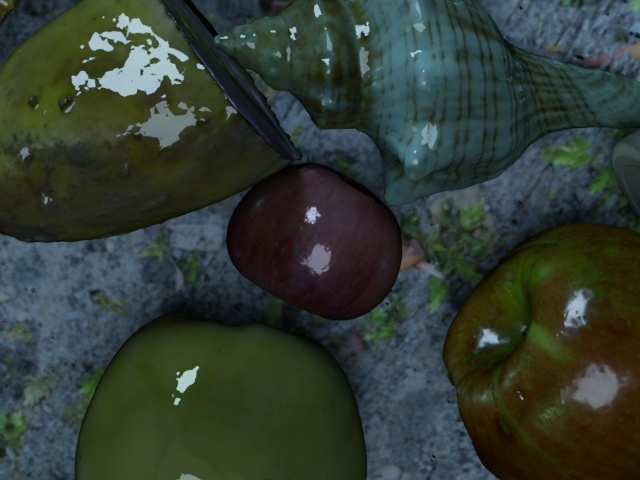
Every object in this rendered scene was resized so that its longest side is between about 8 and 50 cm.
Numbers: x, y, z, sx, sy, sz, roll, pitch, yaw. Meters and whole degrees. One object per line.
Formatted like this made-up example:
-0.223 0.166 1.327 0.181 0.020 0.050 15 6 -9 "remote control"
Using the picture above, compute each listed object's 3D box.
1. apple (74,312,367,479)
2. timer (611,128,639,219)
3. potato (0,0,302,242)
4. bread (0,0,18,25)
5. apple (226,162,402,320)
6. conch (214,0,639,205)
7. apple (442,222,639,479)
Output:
-0.088 0.188 1.644 0.262 0.262 0.262 1 108 2 "apple"
0.403 -0.092 1.600 0.266 0.175 0.175 -39 104 -6 "timer"
-0.188 -0.087 1.568 0.266 0.229 0.229 -32 105 10 "potato"
-0.364 -0.239 1.575 0.239 0.111 0.246 38 106 -9 "bread"
0.000 0.000 1.622 0.153 0.153 0.120 30 92 -8 "apple"
0.099 -0.118 1.575 0.386 0.169 0.203 20 127 -3 "conch"
0.240 0.113 1.606 0.226 0.246 0.246 27 108 -22 "apple"
